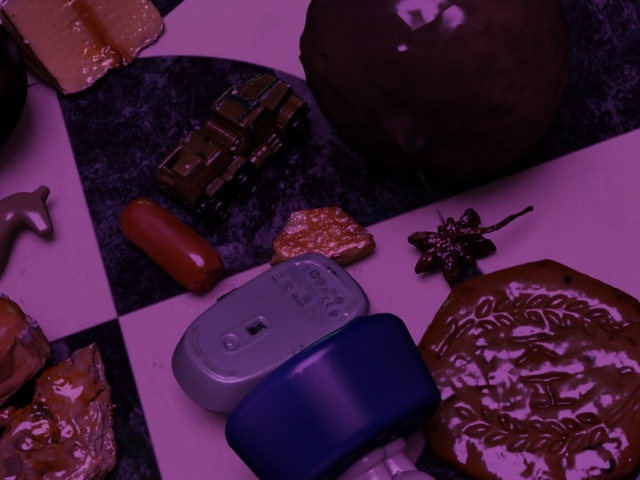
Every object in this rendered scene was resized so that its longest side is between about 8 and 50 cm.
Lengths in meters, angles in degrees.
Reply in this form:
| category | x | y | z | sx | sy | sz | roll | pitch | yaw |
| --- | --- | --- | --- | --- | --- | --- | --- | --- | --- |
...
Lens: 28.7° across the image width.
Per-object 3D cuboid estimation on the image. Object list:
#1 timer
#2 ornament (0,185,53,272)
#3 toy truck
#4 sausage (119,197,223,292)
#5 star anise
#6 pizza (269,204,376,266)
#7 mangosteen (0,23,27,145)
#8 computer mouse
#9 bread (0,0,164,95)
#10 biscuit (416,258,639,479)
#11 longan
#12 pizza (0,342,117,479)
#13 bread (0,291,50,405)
| category | x | y | z | sx | sy | sz | roll | pitch | yaw |
| --- | --- | --- | --- | --- | --- | --- | --- | --- | --- |
| timer | 0.090 | 0.310 | 1.536 | 0.270 | 0.270 | 0.383 | -33 | 73 | -11 |
| ornament | -0.534 | 0.009 | 1.918 | 0.230 | 0.061 | 0.244 | 10 | 64 | 14 |
| toy truck | -0.136 | -0.157 | 1.917 | 0.127 | 0.127 | 0.257 | 33 | 65 | 28 |
| sausage | -0.225 | 0.003 | 1.860 | 0.076 | 0.076 | 0.197 | -43 | 60 | -17 |
| star anise | 0.217 | -0.005 | 1.792 | 0.191 | 0.070 | 0.097 | -25 | 55 | -9 |
| pizza | 0.000 | 0.000 | 1.844 | 0.160 | 0.035 | 0.099 | -9 | 58 | 3 |
| mangosteen | -0.601 | -0.267 | 1.962 | 0.297 | 0.297 | 0.313 | 25 | 108 | 23 |
| computer mouse | -0.069 | 0.135 | 1.738 | 0.288 | 0.097 | 0.159 | -31 | 56 | -23 |
| bread | -0.386 | -0.373 | 2.083 | 0.178 | 0.135 | 0.240 | 39 | 68 | 19 |
| biscuit | 0.292 | 0.181 | 1.675 | 0.359 | 0.046 | 0.359 | -4 | 57 | 6 |
| longan | 0.164 | -0.268 | 1.790 | 0.391 | 0.391 | 0.391 | -5 | 58 | 7 |
| pizza | -0.372 | 0.275 | 1.717 | 0.189 | 0.071 | 0.297 | 27 | 66 | 25 |
| bread | -0.503 | 0.186 | 1.756 | 0.241 | 0.107 | 0.136 | -43 | 39 | -16 |
